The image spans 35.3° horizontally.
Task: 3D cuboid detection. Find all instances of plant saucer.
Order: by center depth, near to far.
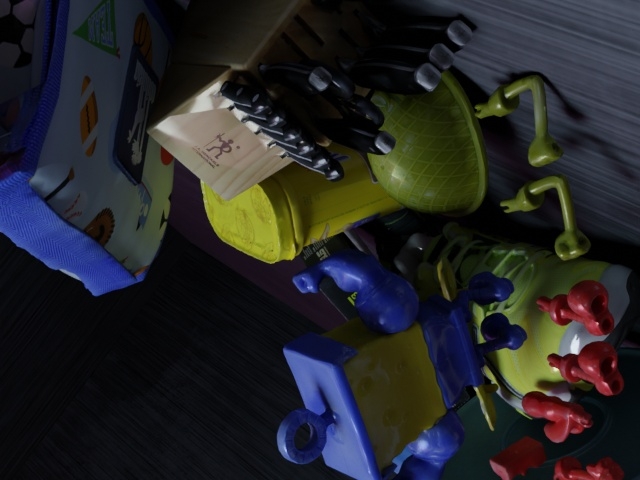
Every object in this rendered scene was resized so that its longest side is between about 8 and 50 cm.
[{"bbox_3d":[0.215,0.182,0.898,0.043,0.318,0.317,64,163,-16],"label":"plant saucer"}]

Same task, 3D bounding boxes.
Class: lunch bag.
[{"bbox_3d":[-0.245,-0.160,0.751,0.328,0.239,0.385,72,172,-76],"label":"lunch bag"}]

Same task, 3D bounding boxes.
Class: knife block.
[{"bbox_3d":[-0.005,-0.147,0.729,0.088,0.242,0.275,43,-146,-29],"label":"knife block"}]

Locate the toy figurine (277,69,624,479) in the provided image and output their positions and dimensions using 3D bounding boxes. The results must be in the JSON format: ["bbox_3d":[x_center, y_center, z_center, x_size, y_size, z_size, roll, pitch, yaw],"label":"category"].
[{"bbox_3d":[0.062,0.077,0.707,0.191,0.217,0.362,23,136,58],"label":"toy figurine"}]

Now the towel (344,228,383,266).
[{"bbox_3d":[0.000,0.000,1.232,0.317,0.053,0.332,52,176,16],"label":"towel"}]

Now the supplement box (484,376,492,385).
[{"bbox_3d":[0.286,0.183,1.313,0.239,0.073,0.130,31,170,27],"label":"supplement box"}]

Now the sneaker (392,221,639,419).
[{"bbox_3d":[0.159,0.060,0.928,0.147,0.145,0.385,37,170,-8],"label":"sneaker"}]

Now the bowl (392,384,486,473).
[{"bbox_3d":[0.211,0.242,1.380,0.391,0.077,0.391,20,-163,-6],"label":"bowl"}]

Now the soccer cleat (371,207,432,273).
[{"bbox_3d":[0.086,-0.001,1.113,0.060,0.072,0.179,29,169,40],"label":"soccer cleat"}]

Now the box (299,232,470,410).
[{"bbox_3d":[0.043,0.053,0.916,0.184,0.045,0.190,47,-176,-23],"label":"box"}]

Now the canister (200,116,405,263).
[{"bbox_3d":[0.002,-0.049,0.850,0.126,0.170,0.073,22,127,53],"label":"canister"}]
